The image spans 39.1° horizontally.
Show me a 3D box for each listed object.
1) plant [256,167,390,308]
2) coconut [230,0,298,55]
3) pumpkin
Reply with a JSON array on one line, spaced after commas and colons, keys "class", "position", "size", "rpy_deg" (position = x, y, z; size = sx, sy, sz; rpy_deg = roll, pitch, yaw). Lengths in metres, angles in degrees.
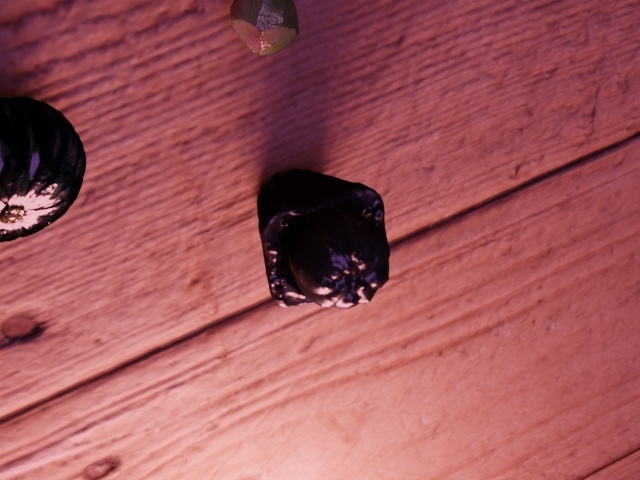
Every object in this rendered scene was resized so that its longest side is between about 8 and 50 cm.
[{"class": "plant", "position": [0.000, 0.000, 1.144], "size": [0.164, 0.256, 0.141], "rpy_deg": [-14, 117, -13]}, {"class": "coconut", "position": [-0.067, -0.269, 1.067], "size": [0.083, 0.081, 0.082], "rpy_deg": [-9, 163, -14]}, {"class": "pumpkin", "position": [-0.357, -0.075, 1.003], "size": [0.194, 0.150, 0.194], "rpy_deg": [-8, 129, -10]}]
